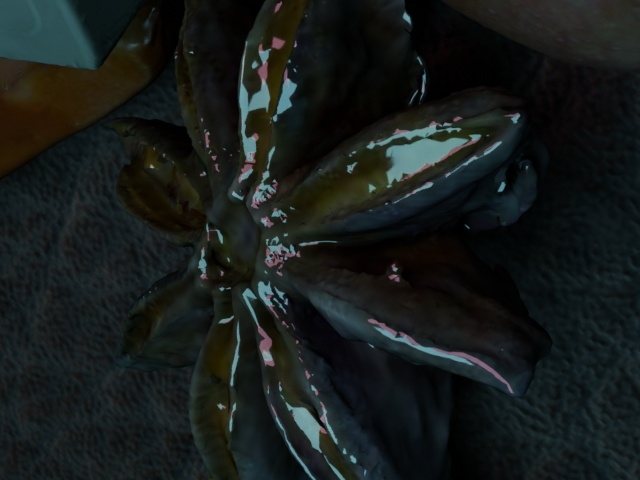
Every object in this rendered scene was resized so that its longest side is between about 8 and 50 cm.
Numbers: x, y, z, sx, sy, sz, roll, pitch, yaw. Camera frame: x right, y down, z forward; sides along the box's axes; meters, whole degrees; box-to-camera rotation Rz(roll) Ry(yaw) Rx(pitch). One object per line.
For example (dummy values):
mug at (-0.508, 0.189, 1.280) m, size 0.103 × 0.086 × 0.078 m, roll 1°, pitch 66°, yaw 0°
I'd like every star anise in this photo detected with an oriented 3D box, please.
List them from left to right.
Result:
star anise at (-0.001, 0.002, 0.812) m, size 0.331 × 0.117 × 0.332 m, roll 4°, pitch 95°, yaw 54°

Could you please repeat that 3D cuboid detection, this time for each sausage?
sausage at (-0.185, -0.090, 0.987) m, size 0.300 × 0.089 × 0.083 m, roll -23°, pitch 127°, yaw 35°

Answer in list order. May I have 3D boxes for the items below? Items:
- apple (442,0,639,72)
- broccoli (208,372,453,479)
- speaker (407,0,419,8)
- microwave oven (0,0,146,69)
apple at (0.128, -0.203, 0.652) m, size 0.305 × 0.235 × 0.306 m, roll 13°, pitch 120°, yaw 24°
broccoli at (0.032, 0.129, 0.944) m, size 0.219 × 0.194 × 0.194 m, roll 24°, pitch 126°, yaw 48°
speaker at (-0.003, -0.089, 0.907) m, size 0.046 × 0.040 × 0.191 m, roll 42°, pitch 127°, yaw 10°
microwave oven at (-0.225, -0.234, 0.855) m, size 0.295 × 0.181 × 0.237 m, roll 9°, pitch 143°, yaw 29°
